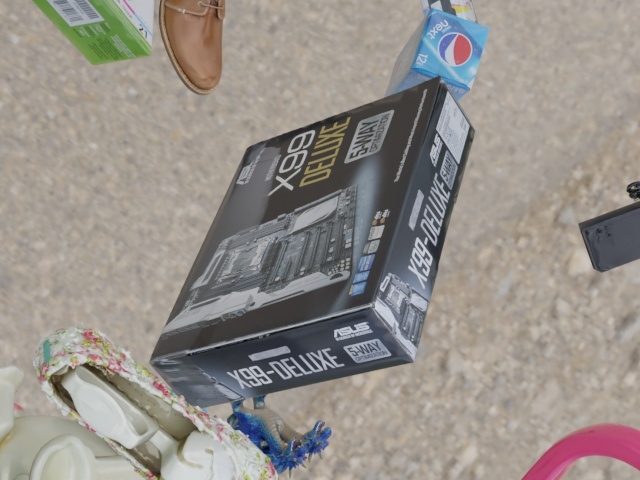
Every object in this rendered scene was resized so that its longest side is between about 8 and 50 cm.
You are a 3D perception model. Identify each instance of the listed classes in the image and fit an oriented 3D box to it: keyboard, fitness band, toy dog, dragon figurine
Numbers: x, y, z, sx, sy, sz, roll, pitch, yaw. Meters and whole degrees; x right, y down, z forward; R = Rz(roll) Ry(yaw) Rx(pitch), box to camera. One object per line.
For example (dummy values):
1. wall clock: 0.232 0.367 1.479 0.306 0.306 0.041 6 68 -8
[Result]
1. keyboard: 0.366 -0.034 1.313 0.180 0.023 0.108 -22 133 8
2. fitness band: 0.307 0.329 1.359 0.054 0.209 0.291 -15 146 -40
3. toy dog: -0.395 0.369 1.764 0.285 0.408 0.395 -8 106 -44
4. dragon figurine: -0.105 0.310 1.804 0.085 0.144 0.289 -3 152 -47

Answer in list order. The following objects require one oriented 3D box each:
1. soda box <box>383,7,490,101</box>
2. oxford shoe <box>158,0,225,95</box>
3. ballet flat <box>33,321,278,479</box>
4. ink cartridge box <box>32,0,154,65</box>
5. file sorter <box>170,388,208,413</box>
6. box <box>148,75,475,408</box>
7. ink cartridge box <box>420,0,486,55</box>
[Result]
1. soda box: 0.121 -0.183 1.341 0.067 0.210 0.071 19 83 -5
2. oxford shoe: -0.141 -0.277 1.431 0.076 0.076 0.212 -8 92 -40
3. ballet flat: -0.139 0.162 1.010 0.241 0.077 0.091 36 100 -9
4. ink cartridge box: -0.307 -0.402 1.700 0.189 0.097 0.255 51 36 -62
5. file sorter: -0.291 0.354 2.205 0.170 0.118 0.104 -18 131 15
6. box: 0.000 0.000 1.140 0.076 0.242 0.307 53 38 -30
7. ink cartridge box: 0.231 -0.408 2.187 0.127 0.072 0.175 -7 82 -71
